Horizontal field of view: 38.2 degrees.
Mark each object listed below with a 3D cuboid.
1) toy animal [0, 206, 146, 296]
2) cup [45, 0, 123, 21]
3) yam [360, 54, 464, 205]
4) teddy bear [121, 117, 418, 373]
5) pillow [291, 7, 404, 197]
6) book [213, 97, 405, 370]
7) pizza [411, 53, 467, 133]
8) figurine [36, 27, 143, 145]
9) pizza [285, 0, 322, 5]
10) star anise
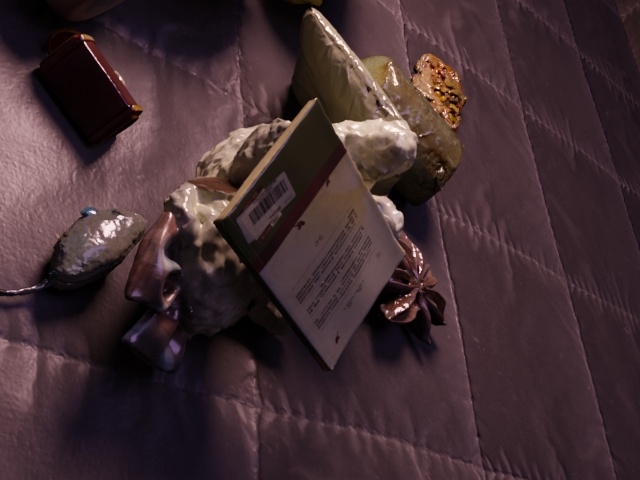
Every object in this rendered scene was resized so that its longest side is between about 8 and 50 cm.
[{"bbox_3d":[-0.300,0.023,1.038,0.079,0.070,0.253,35,39,27],"label":"toy animal"},{"bbox_3d":[-0.312,-0.420,1.238,0.200,0.191,0.253,57,19,-9],"label":"cup"},{"bbox_3d":[0.134,-0.201,1.656,0.268,0.161,0.161,47,37,-23],"label":"yam"},{"bbox_3d":[-0.044,0.007,1.162,0.375,0.327,0.362,4,31,-9],"label":"teddy bear"},{"bbox_3d":[0.037,-0.194,1.462,0.076,0.274,0.281,-31,81,-14],"label":"pillow"},{"bbox_3d":[0.000,0.000,1.103,0.201,0.026,0.289,-55,136,-26],"label":"book"},{"bbox_3d":[0.259,-0.310,1.965,0.147,0.069,0.226,46,37,-23],"label":"pizza"},{"bbox_3d":[-0.294,-0.211,1.199,0.154,0.082,0.098,56,21,-5],"label":"figurine"},{"bbox_3d":[-0.075,-0.499,1.681,0.204,0.080,0.188,37,18,-25],"label":"pizza"},{"bbox_3d":[0.139,0.067,1.527,0.212,0.073,0.197,30,47,-48],"label":"star anise"}]
